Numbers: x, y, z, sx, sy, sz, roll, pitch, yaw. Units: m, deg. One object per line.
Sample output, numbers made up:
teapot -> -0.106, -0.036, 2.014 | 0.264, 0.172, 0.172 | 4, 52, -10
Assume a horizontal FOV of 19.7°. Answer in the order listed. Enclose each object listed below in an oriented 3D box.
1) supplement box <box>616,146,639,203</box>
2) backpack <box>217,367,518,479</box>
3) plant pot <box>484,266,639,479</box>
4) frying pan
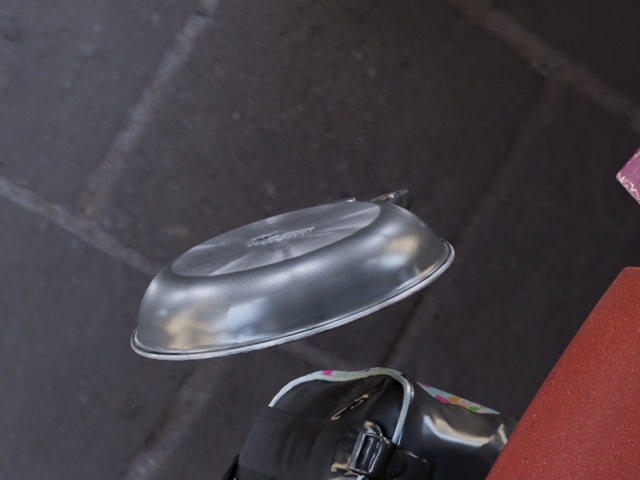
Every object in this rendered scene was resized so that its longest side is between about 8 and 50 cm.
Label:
supplement box -> 0.134, -0.018, 0.536 | 0.083, 0.043, 0.055 | 13, 123, -51
backpack -> 0.028, 0.197, 1.183 | 0.191, 0.253, 0.225 | 26, 78, -24
plant pot -> 0.218, 0.147, 0.828 | 0.267, 0.267, 0.235 | 17, 86, -16
frying pan -> 0.020, -0.001, 1.129 | 0.326, 0.197, 0.053 | -30, 108, -45
